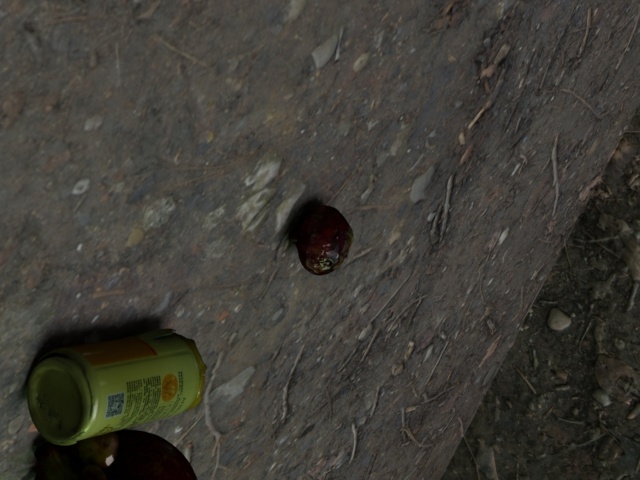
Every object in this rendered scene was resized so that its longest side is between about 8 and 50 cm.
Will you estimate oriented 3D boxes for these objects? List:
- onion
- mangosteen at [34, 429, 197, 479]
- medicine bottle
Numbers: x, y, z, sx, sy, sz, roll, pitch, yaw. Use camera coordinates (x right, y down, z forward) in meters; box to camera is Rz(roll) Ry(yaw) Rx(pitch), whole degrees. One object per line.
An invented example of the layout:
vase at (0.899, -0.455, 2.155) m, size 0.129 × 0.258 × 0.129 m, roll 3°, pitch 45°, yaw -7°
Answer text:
onion at (0.000, 0.000, 1.496) m, size 0.107 × 0.097 × 0.107 m, roll -169°, pitch -90°, yaw -86°
mangosteen at (-0.287, 0.347, 1.354) m, size 0.215 × 0.215 × 0.257 m, roll -45°, pitch 119°, yaw -15°
medicine bottle at (-0.251, 0.182, 1.270) m, size 0.239 × 0.124 × 0.124 m, roll -5°, pitch 128°, yaw -59°
